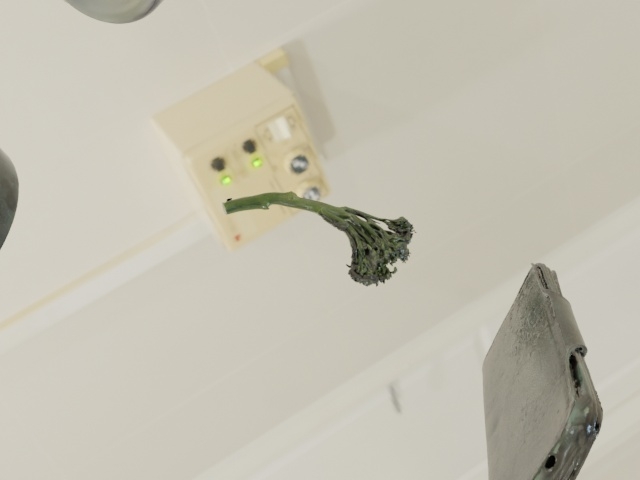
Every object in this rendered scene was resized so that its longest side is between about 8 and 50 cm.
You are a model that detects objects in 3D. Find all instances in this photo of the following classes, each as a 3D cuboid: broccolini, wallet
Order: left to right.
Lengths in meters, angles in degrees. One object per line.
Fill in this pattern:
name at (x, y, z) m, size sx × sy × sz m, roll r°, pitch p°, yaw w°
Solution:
broccolini at (-0.008, -0.003, 1.330) m, size 0.123 × 0.271 × 0.062 m, roll -76°, pitch -3°, yaw -47°
wallet at (0.205, 0.147, 0.945) m, size 0.045 × 0.172 × 0.318 m, roll 20°, pitch -157°, yaw -2°

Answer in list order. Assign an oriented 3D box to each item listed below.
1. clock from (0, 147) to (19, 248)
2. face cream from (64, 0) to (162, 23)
clock at (-0.633, -0.017, 1.502) m, size 0.386 × 0.386 × 0.076 m, roll 48°, pitch 179°, yaw 43°
face cream at (-0.250, -0.384, 1.243) m, size 0.177 × 0.177 × 0.153 m, roll 66°, pitch -149°, yaw -30°
